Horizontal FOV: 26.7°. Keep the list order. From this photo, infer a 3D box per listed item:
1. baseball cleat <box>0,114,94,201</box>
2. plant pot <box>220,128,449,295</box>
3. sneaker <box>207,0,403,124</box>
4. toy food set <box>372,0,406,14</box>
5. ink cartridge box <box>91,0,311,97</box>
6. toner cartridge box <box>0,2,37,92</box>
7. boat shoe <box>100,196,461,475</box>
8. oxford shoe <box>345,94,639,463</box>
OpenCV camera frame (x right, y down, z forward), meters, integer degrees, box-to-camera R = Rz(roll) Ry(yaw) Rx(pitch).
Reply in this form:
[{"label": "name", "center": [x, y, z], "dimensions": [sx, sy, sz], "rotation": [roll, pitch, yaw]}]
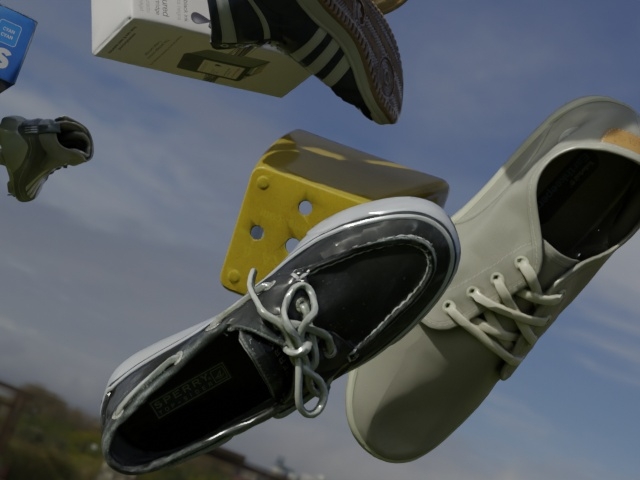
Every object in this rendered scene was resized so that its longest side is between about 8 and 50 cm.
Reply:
[{"label": "baseball cleat", "center": [-0.310, -0.089, 1.531], "dimensions": [0.110, 0.072, 0.206], "rotation": [-2, -9, -5]}, {"label": "plant pot", "center": [0.000, 0.000, 1.545], "dimensions": [0.212, 0.212, 0.187], "rotation": [21, 9, 16]}, {"label": "sneaker", "center": [-0.019, -0.218, 1.459], "dimensions": [0.153, 0.099, 0.282], "rotation": [-7, -34, 25]}, {"label": "toy food set", "center": [0.064, -0.322, 1.636], "dimensions": [0.132, 0.192, 0.038], "rotation": [38, -6, 29]}, {"label": "ink cartridge box", "center": [-0.139, -0.309, 1.678], "dimensions": [0.273, 0.198, 0.115], "rotation": [9, -23, -33]}, {"label": "toner cartridge box", "center": [-0.433, -0.210, 1.470], "dimensions": [0.165, 0.075, 0.348], "rotation": [22, -11, -23]}, {"label": "boat shoe", "center": [-0.030, 0.073, 0.986], "dimensions": [0.113, 0.306, 0.105], "rotation": [63, 2, -14]}, {"label": "oxford shoe", "center": [0.180, 0.050, 1.362], "dimensions": [0.169, 0.449, 0.130], "rotation": [33, 12, -22]}]
